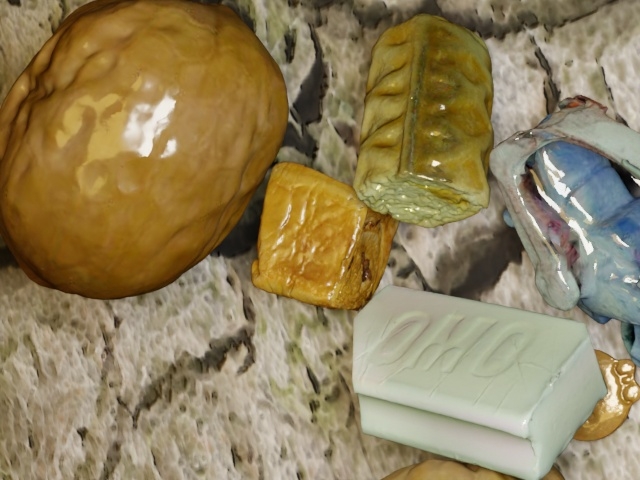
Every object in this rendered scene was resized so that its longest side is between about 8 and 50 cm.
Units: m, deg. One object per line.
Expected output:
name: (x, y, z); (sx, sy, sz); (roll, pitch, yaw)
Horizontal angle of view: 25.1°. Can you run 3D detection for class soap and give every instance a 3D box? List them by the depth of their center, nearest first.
soap: (0.152, 0.146, 1.566); (0.289, 0.173, 0.095); (10, 132, 40)

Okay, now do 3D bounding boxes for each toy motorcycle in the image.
toy motorcycle: (0.310, 0.006, 1.521); (0.182, 0.241, 0.319); (-40, 81, -2)

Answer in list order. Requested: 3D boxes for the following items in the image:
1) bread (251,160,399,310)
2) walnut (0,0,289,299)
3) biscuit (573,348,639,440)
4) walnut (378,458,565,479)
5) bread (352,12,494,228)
bread: (0.000, 0.000, 1.704); (0.143, 0.149, 0.158); (14, 85, 20)
walnut: (-0.221, -0.110, 1.696); (0.308, 0.354, 0.398); (36, 99, -10)
biscuit: (0.267, 0.172, 1.643); (0.184, 0.027, 0.133); (23, 93, 22)
walnut: (0.151, 0.371, 1.549); (0.296, 0.285, 0.285); (2, 86, -14)
bread: (0.122, -0.144, 1.636); (0.152, 0.130, 0.268); (5, 57, 3)
